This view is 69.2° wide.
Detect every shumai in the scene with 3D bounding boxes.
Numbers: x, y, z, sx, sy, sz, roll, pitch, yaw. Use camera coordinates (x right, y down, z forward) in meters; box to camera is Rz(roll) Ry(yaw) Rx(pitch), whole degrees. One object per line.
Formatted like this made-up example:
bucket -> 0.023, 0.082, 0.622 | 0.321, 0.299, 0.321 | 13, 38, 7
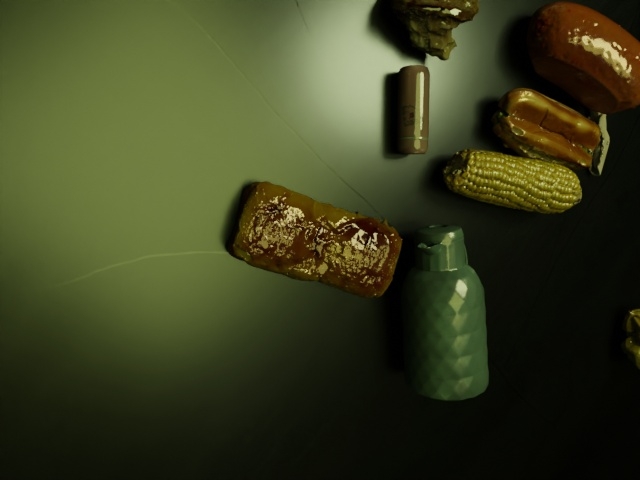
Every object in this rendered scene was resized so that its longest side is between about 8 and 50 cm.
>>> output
shumai -> 0.172, -0.368, 0.746 | 0.139, 0.105, 0.123 | 6, 52, -33

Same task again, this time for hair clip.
hair clip -> 0.574, -0.248, 0.957 | 0.072, 0.034, 0.226 | -22, 107, -20

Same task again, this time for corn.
corn -> 0.350, -0.110, 0.851 | 0.293, 0.106, 0.106 | 9, 95, -21

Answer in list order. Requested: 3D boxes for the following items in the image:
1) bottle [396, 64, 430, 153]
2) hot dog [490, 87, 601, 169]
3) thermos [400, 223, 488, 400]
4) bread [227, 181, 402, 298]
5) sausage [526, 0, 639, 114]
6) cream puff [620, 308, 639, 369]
bottle -> 0.154, -0.214, 0.769 | 0.053, 0.053, 0.140 | -5, 101, -23
hot dog -> 0.433, -0.202, 0.882 | 0.269, 0.072, 0.115 | 16, 91, -26
thermos -> 0.220, 0.113, 0.809 | 0.182, 0.145, 0.287 | -17, 106, -53
bread -> 0.000, 0.000, 0.725 | 0.270, 0.077, 0.139 | 20, 87, -22
sausage -> 0.489, -0.333, 0.841 | 0.258, 0.133, 0.133 | 32, 85, -4
cream puff -> 0.762, 0.226, 1.080 | 0.146, 0.116, 0.146 | -18, 135, -19
